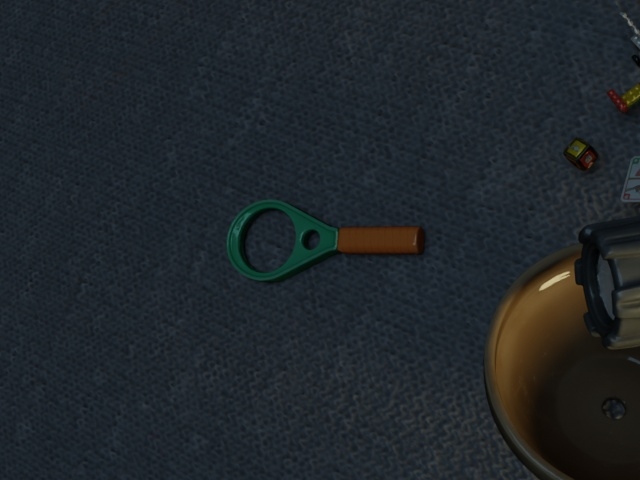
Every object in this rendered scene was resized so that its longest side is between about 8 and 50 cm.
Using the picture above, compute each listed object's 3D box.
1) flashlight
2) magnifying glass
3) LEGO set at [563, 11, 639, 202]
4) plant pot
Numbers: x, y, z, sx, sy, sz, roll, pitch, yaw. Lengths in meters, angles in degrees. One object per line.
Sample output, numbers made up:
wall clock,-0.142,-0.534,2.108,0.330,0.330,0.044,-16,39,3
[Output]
flashlight,0.361,0.016,0.818,0.304,0.103,0.103,-9,100,-4
magnifying glass,0.000,0.000,1.111,0.231,0.026,0.092,0,79,27
LEGO set,0.332,-0.121,0.912,0.244,0.060,0.182,1,63,43
plant pot,0.255,0.124,0.879,0.238,0.109,0.237,-2,61,4
